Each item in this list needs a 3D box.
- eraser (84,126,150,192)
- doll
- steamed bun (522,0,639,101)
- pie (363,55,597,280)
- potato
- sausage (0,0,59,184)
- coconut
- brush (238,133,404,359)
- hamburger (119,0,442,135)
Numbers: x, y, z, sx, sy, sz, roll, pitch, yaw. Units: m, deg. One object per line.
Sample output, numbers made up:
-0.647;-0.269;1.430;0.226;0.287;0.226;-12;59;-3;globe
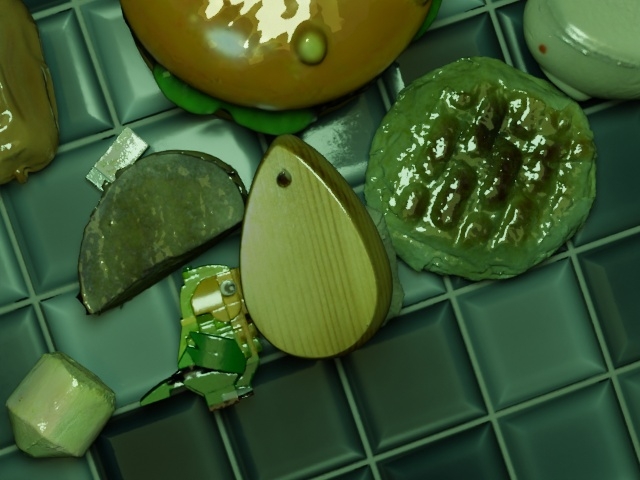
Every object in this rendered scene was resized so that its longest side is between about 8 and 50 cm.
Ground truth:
-0.253;-0.099;1.407;0.038;0.019;0.083;41;88;-5;eraser
-0.136;0.118;1.373;0.134;0.106;0.186;11;89;-5;doll
0.356;-0.253;1.395;0.228;0.131;0.177;1;64;-13;steamed bun
0.204;-0.091;1.420;0.306;0.071;0.306;0;89;-6;pie
-0.202;-0.024;1.374;0.243;0.098;0.138;-31;87;6;potato
-0.393;-0.183;1.346;0.136;0.120;0.241;-11;91;2;sausage
-0.317;0.207;1.357;0.116;0.116;0.122;39;82;-4;coconut
0.000;0.000;1.329;0.174;0.166;0.267;-8;100;17;brush
-0.064;-0.318;1.294;0.395;0.277;0.396;0;89;-5;hamburger
